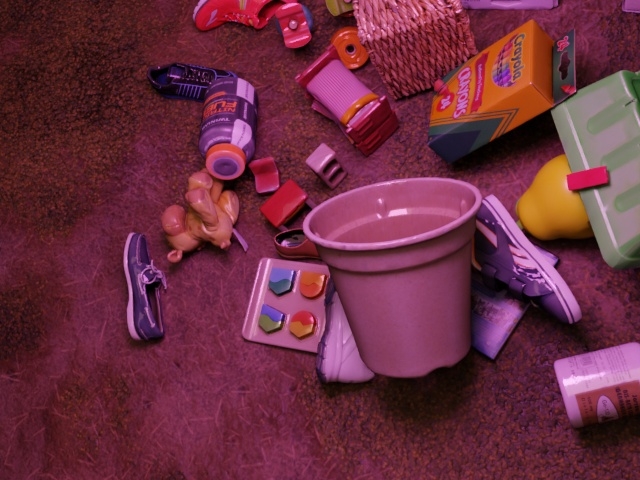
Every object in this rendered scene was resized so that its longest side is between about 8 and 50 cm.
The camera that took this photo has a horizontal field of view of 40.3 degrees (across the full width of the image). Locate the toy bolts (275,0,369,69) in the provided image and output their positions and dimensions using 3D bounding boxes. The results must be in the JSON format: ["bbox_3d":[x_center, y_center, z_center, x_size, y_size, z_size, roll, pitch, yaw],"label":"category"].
[{"bbox_3d":[0.012,-0.512,2.072,0.228,0.158,0.218,-11,110,4],"label":"toy bolts"}]

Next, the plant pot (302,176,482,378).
[{"bbox_3d":[0.159,0.079,1.656,0.333,0.334,0.305,-6,111,16],"label":"plant pot"}]

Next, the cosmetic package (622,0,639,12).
[{"bbox_3d":[0.741,-0.643,1.849,0.153,0.129,0.296,8,76,19],"label":"cosmetic package"}]

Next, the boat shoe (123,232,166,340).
[{"bbox_3d":[-0.399,0.101,1.999,0.079,0.095,0.255,-11,71,16],"label":"boat shoe"}]

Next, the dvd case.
[{"bbox_3d":[0.347,0.096,1.796,0.180,0.022,0.253,32,85,25],"label":"dvd case"}]

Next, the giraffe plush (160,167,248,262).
[{"bbox_3d":[-0.286,-0.042,1.993,0.170,0.181,0.210,-19,102,22],"label":"giraffe plush"}]

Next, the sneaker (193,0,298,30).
[{"bbox_3d":[-0.186,-0.571,2.148,0.279,0.107,0.118,-19,77,14],"label":"sneaker"}]

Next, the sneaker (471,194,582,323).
[{"bbox_3d":[0.377,0.059,1.719,0.127,0.126,0.321,-33,54,1],"label":"sneaker"}]

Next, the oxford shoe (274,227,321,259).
[{"bbox_3d":[0.000,0.000,1.912,0.212,0.076,0.076,-9,68,9],"label":"oxford shoe"}]

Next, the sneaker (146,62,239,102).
[{"bbox_3d":[-0.314,-0.391,2.134,0.232,0.090,0.081,1,73,19],"label":"sneaker"}]

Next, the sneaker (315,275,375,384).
[{"bbox_3d":[0.070,0.158,1.827,0.129,0.111,0.297,9,85,-9],"label":"sneaker"}]

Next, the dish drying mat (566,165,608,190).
[{"bbox_3d":[0.488,-0.113,1.595,0.083,0.008,0.032,-12,79,49],"label":"dish drying mat"}]

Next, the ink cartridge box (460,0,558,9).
[{"bbox_3d":[0.436,-0.689,1.964,0.223,0.129,0.307,5,75,19],"label":"ink cartridge box"}]

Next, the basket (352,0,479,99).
[{"bbox_3d":[0.207,-0.477,1.878,0.223,0.299,0.213,-15,67,15],"label":"basket"}]

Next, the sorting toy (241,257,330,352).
[{"bbox_3d":[-0.059,0.138,1.906,0.208,0.038,0.193,8,75,20],"label":"sorting toy"}]

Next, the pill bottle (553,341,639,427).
[{"bbox_3d":[0.560,0.260,1.612,0.229,0.131,0.131,-16,68,13],"label":"pill bottle"}]

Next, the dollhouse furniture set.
[{"bbox_3d":[-0.026,-0.221,1.950,0.374,0.152,0.201,-44,65,0],"label":"dollhouse furniture set"}]

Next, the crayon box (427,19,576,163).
[{"bbox_3d":[0.366,-0.312,1.776,0.318,0.081,0.202,-29,36,39],"label":"crayon box"}]

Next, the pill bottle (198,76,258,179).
[{"bbox_3d":[-0.209,-0.251,1.990,0.130,0.130,0.246,-14,46,13],"label":"pill bottle"}]

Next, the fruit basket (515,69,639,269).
[{"bbox_3d":[0.566,-0.110,1.688,0.283,0.392,0.392,-5,66,-22],"label":"fruit basket"}]
